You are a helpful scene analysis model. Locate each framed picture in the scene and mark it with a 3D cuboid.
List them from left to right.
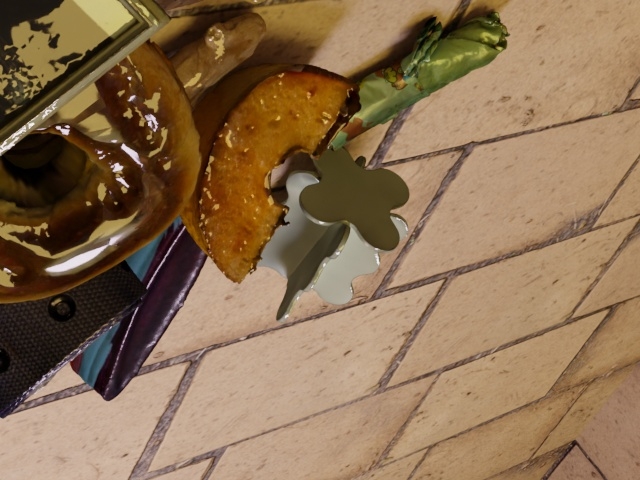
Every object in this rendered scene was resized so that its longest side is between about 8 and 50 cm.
[{"bbox_3d":[-0.288,-0.190,1.079,0.231,0.018,0.293,-37,126,12],"label":"framed picture"}]

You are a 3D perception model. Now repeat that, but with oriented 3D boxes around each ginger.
[{"bbox_3d":[-0.189,-0.122,1.468,0.334,0.081,0.148,-38,139,1],"label":"ginger"}]

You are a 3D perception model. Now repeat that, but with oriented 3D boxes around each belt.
[{"bbox_3d":[-0.311,0.085,1.608,0.230,0.126,0.139,-41,-178,9],"label":"belt"}]

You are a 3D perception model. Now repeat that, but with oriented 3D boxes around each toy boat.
[{"bbox_3d":[-0.210,0.053,1.743,0.136,0.079,0.392,-7,139,-43],"label":"toy boat"}]

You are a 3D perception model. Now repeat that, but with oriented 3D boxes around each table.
[{"bbox_3d":[0.000,0.000,1.823,0.167,0.166,0.198,-14,154,-39],"label":"table"}]

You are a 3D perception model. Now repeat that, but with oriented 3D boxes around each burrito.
[{"bbox_3d":[0.106,-0.201,1.726,0.288,0.054,0.104,-29,152,-13],"label":"burrito"}]

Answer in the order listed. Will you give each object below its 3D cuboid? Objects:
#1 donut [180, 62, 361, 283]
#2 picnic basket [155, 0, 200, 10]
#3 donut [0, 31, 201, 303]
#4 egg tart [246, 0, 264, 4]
[{"bbox_3d":[-0.077,-0.102,1.552,0.259,0.101,0.152,-55,138,-7],"label":"donut"},{"bbox_3d":[-0.135,-0.279,1.288,0.110,0.055,0.193,-20,148,-30],"label":"picnic basket"},{"bbox_3d":[-0.259,-0.098,1.283,0.330,0.160,0.330,-8,138,-7],"label":"donut"},{"bbox_3d":[-0.055,-0.276,1.406,0.105,0.039,0.105,-29,154,-16],"label":"egg tart"}]
